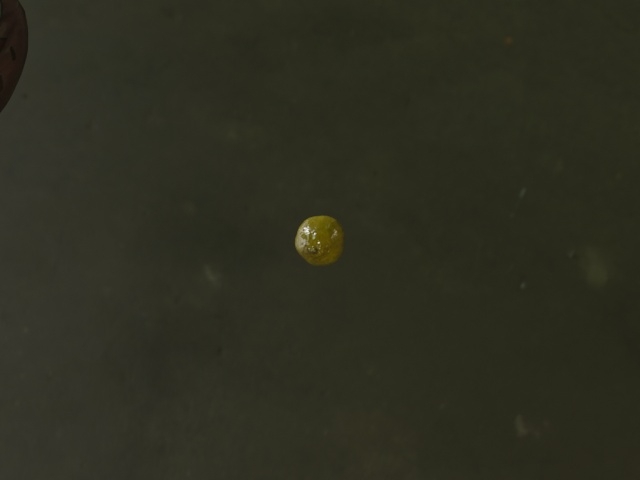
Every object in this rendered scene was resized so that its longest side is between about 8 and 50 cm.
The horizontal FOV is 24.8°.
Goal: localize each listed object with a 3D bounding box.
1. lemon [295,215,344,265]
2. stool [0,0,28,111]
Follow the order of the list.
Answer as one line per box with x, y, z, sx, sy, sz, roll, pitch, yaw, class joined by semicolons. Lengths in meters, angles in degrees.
0.000;0.000;1.854;0.065;0.065;0.092;24;14;5;lemon
-0.560;-0.269;2.029;0.178;0.272;0.272;33;50;23;stool
